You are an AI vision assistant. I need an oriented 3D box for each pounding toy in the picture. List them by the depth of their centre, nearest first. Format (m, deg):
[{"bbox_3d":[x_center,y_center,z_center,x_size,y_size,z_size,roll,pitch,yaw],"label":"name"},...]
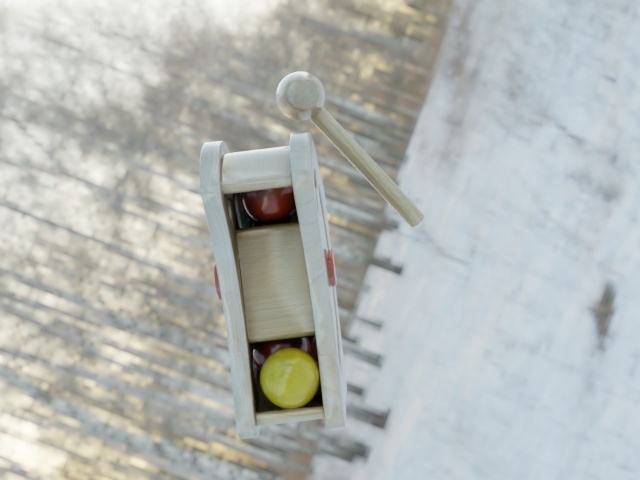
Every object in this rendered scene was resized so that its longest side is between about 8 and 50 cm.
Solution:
[{"bbox_3d":[0.000,0.000,1.096,0.154,0.154,0.270,56,-153,-83],"label":"pounding toy"}]
